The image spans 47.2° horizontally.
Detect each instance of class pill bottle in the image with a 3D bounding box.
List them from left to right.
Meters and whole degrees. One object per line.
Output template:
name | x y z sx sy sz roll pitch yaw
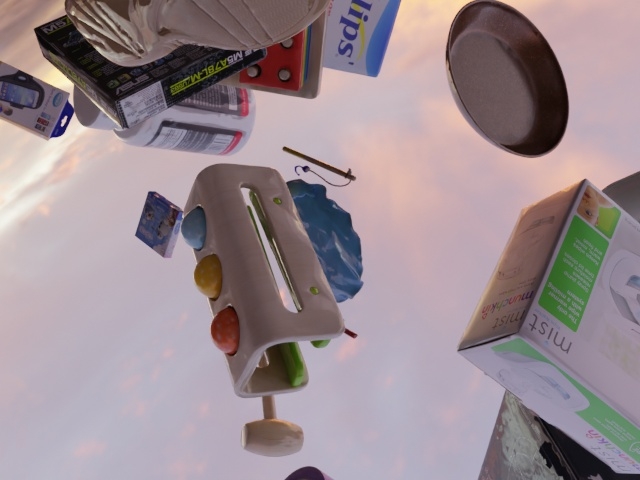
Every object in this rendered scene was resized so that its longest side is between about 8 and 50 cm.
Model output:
pill bottle | -0.297 -0.262 1.411 0.319 0.176 0.176 1 171 -43

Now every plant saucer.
plant saucer | 0.214 -0.186 0.865 0.036 0.198 0.198 -25 -157 55

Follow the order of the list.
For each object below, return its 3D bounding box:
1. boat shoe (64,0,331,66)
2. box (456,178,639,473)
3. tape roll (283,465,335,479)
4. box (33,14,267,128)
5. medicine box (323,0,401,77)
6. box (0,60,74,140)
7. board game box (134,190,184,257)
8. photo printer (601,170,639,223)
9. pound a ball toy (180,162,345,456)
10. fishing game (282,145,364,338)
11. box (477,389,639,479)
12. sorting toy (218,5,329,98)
boat shoe | -0.091 -0.199 0.547 0.285 0.103 0.092 2 -124 47
box | 0.329 0.105 0.868 0.231 0.262 0.127 -57 -170 -29
tape roll | -0.031 0.611 1.645 0.189 0.080 0.189 -37 -153 23
box | -0.188 -0.220 0.815 0.191 0.045 0.184 -35 -127 -25
medicine box | -0.014 -0.444 1.255 0.149 0.290 0.263 45 -55 52
box | -0.452 -0.213 1.128 0.028 0.136 0.081 -19 -131 68
board game box | -0.283 -0.028 1.291 0.090 0.020 0.090 31 -70 33
photo printer | 0.608 -0.060 1.159 0.308 0.256 0.107 -29 -121 46
pound a ball toy | -0.097 0.087 0.912 0.208 0.136 0.319 -60 -140 41
fishing game | 0.000 0.000 1.018 0.041 0.263 0.189 -26 -146 -34
box | 0.482 0.485 1.434 0.212 0.395 0.293 -4 -143 -13
sorting toy | -0.121 -0.337 1.041 0.256 0.257 0.089 11 -152 8
